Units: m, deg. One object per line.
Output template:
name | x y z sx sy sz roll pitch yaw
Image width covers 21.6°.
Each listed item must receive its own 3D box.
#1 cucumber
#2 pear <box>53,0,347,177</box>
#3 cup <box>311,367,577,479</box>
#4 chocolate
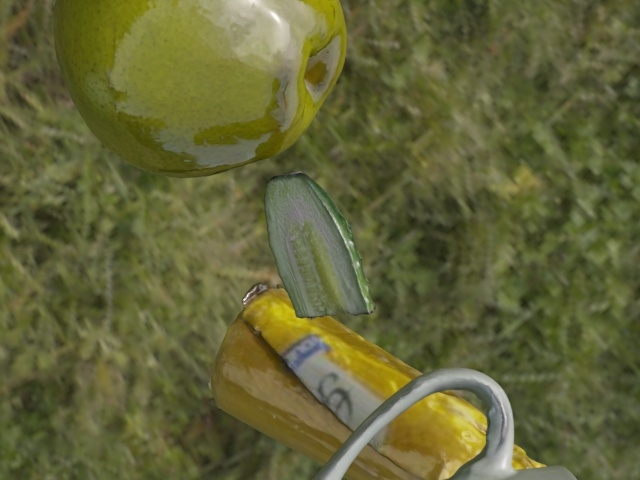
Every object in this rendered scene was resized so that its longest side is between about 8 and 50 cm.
cucumber | 0.000 0.000 1.159 0.035 0.067 0.107 -33 110 -48
pear | -0.085 -0.139 1.132 0.198 0.198 0.198 -16 132 -19
cup | 0.059 0.216 1.131 0.234 0.186 0.258 -2 83 -9
chocolate | 0.089 0.200 1.806 0.162 0.445 0.162 -42 147 -36
